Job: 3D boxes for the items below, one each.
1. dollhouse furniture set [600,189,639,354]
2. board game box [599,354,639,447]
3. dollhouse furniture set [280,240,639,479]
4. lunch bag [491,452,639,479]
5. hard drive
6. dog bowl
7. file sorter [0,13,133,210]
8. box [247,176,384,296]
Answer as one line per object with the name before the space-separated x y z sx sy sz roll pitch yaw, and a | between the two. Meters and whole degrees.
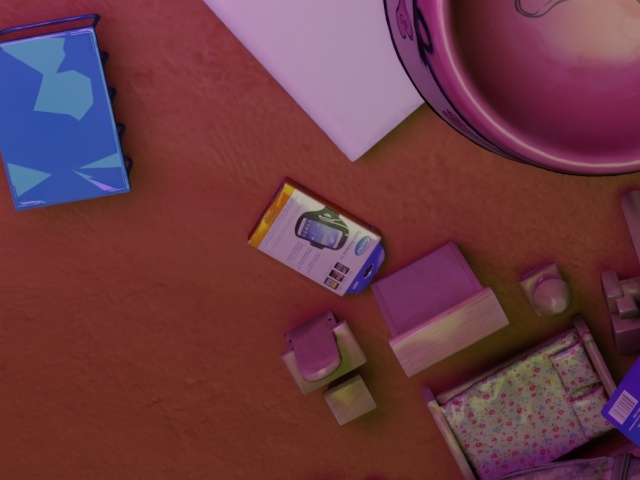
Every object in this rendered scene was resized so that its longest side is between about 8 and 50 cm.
dollhouse furniture set | 0.369 0.019 1.750 0.144 0.123 0.151 -14 144 5
board game box | 0.460 0.065 1.666 0.078 0.233 0.347 42 110 32
dollhouse furniture set | 0.173 0.203 1.720 0.303 0.174 0.355 -28 108 3
lunch bag | 0.297 0.383 1.754 0.256 0.212 0.305 3 135 24
hard drive | 0.002 -0.281 1.631 0.233 0.047 0.353 -40 105 12
dog bowl | 0.266 -0.244 1.546 0.408 0.150 0.408 -1 109 -2
file sorter | -0.263 -0.134 1.650 0.118 0.104 0.170 -9 109 3
box | 0.000 0.000 1.741 0.136 0.028 0.081 30 107 -13
